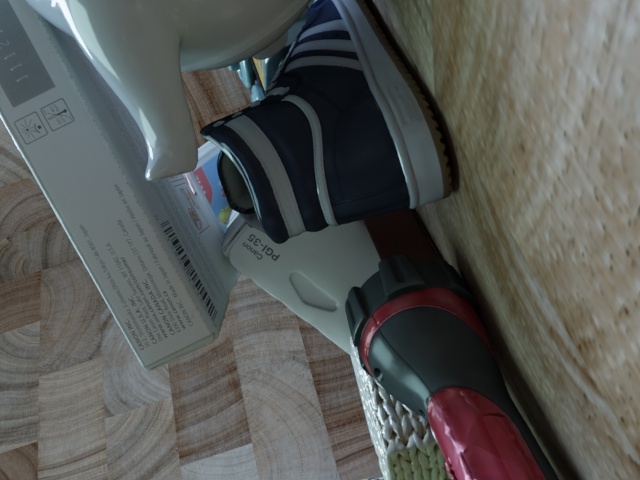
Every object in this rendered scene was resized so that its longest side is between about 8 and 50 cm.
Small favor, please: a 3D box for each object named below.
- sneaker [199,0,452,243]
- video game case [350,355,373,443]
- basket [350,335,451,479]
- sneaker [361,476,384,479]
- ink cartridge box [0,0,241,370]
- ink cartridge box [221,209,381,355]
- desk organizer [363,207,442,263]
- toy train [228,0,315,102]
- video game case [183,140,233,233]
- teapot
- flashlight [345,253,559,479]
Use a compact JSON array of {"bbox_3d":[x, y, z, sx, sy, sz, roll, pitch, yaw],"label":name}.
[{"bbox_3d":[-0.016,-0.109,0.488,0.282,0.153,0.099,-108,-3,-48],"label":"sneaker"},{"bbox_3d":[0.118,0.241,1.268,0.329,0.036,0.300,20,-126,-72],"label":"video game case"},{"bbox_3d":[0.096,0.160,0.577,0.167,0.103,0.113,-108,5,-56],"label":"basket"},{"bbox_3d":[0.057,0.312,0.601,0.384,0.147,0.145,149,130,-62],"label":"sneaker"},{"bbox_3d":[-0.172,-0.062,0.549,0.297,0.066,0.261,64,-179,-8],"label":"ink cartridge box"},{"bbox_3d":[0.000,0.000,0.751,0.207,0.117,0.283,39,-173,-12],"label":"ink cartridge box"},{"bbox_3d":[0.083,0.024,0.568,0.130,0.050,0.047,-108,0,-52],"label":"desk organizer"},{"bbox_3d":[-0.053,-0.274,0.759,0.190,0.142,0.334,99,154,-69],"label":"toy train"},{"bbox_3d":[-0.070,-0.109,0.904,0.025,0.285,0.204,37,159,35],"label":"video game case"},{"bbox_3d":[-0.076,-0.207,0.405,0.187,0.256,0.252,51,180,-42],"label":"teapot"},{"bbox_3d":[0.092,0.127,0.369,0.304,0.103,0.103,-106,1,-58],"label":"flashlight"}]
